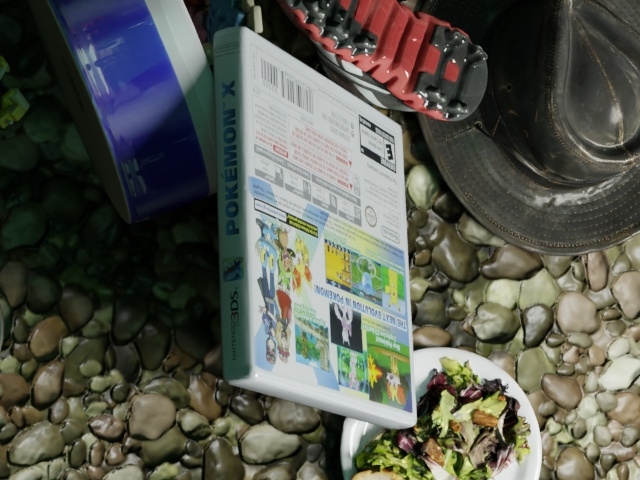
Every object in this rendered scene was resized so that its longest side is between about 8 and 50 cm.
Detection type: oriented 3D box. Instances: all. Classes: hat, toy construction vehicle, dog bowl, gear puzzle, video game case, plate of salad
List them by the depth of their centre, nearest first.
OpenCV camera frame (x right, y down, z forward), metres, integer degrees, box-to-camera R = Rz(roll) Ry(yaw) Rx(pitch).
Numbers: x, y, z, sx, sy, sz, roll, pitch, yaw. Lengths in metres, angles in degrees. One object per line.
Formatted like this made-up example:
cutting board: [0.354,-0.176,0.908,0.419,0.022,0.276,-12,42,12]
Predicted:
video game case: [0.000,0.000,1.664,0.036,0.329,0.300,-9,74,24]
dog bowl: [-0.173,-0.152,1.674,0.104,0.265,0.265,-23,88,-10]
toy construction vehicle: [-0.311,-0.112,1.740,0.098,0.035,0.086,-46,134,-19]
gear puzzle: [-0.117,-0.308,1.748,0.044,0.175,0.339,-3,84,-24]
plate of salad: [0.118,0.201,1.799,0.200,0.048,0.199,1,83,-10]
hat: [0.246,-0.155,1.822,0.331,0.134,0.331,1,84,-10]

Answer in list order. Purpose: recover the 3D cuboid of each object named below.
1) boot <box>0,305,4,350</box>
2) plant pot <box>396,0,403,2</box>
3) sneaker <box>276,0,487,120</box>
boot: [-0.324,0.022,1.652,0.076,0.208,0.189,-11,86,-11]
plant pot: [0.076,-0.333,1.792,0.167,0.188,0.187,41,77,-15]
sneaker: [0.027,-0.197,1.742,0.276,0.135,0.097,33,72,-36]
